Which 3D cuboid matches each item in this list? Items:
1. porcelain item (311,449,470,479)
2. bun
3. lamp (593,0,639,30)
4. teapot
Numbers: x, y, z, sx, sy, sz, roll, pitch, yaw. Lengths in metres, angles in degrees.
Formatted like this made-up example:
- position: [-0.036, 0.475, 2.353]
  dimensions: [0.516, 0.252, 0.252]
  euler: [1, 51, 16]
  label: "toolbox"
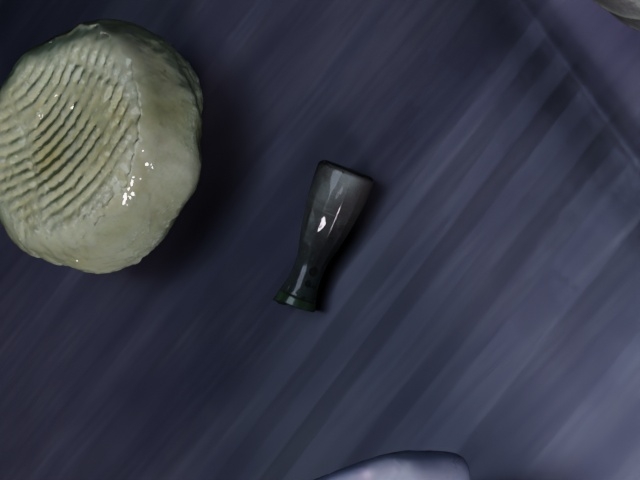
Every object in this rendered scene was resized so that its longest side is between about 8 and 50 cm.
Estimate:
- position: [0.057, 0.335, 0.843]
  dimensions: [0.242, 0.178, 0.405]
  euler: [-21, 68, 5]
  label: "porcelain item"
- position: [-0.164, -0.073, 1.168]
  dimensions: [0.195, 0.118, 0.195]
  euler: [-5, 81, 37]
  label: "bun"
- position: [0.235, -0.235, 0.866]
  dimensions: [0.233, 0.233, 0.265]
  euler: [-45, 46, 18]
  label: "lamp"
- position: [0.000, 0.000, 1.085]
  dimensions: [0.043, 0.043, 0.110]
  euler: [26, 98, 37]
  label: "teapot"
